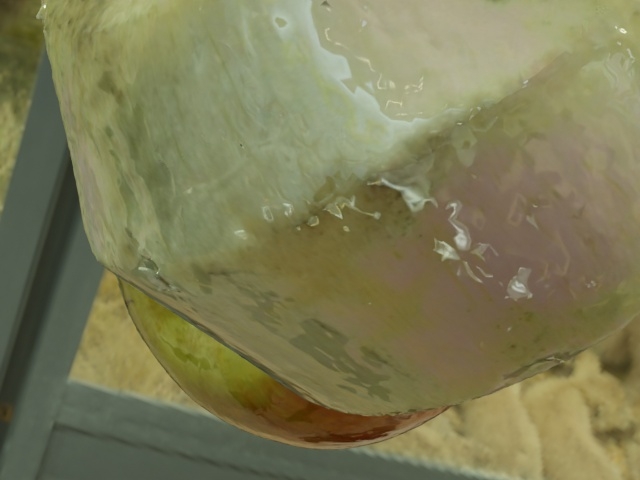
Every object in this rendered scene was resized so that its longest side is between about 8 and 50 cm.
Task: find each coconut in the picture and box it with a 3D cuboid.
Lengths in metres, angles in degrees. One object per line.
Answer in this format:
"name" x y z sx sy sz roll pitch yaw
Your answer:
"coconut" 0.038 -0.046 0.439 0.237 0.237 0.197 20 54 -6

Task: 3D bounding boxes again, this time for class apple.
"apple" 0.000 0.000 0.935 0.233 0.286 0.286 -18 52 -45
